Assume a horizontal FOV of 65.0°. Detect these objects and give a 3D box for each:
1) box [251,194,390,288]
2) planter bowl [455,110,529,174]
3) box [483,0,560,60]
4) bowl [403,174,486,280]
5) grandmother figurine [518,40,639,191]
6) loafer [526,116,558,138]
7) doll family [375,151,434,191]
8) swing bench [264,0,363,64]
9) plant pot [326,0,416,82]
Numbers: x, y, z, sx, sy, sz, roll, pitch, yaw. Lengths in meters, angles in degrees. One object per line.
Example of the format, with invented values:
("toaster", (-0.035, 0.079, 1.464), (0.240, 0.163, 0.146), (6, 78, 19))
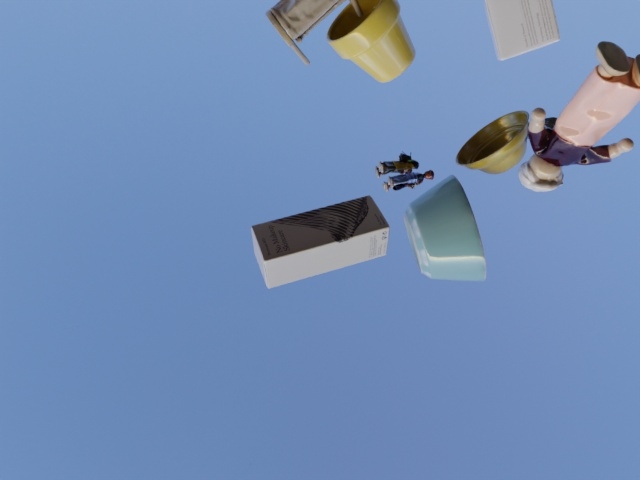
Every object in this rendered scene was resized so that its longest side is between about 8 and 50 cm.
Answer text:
("box", (0.000, 0.000, 1.068), (0.275, 0.094, 0.113), (-16, -131, -14))
("planter bowl", (0.479, -0.242, 1.346), (0.090, 0.217, 0.217), (47, -115, -17))
("box", (0.306, -0.339, 0.773), (0.087, 0.101, 0.102), (-15, -76, 21))
("bowl", (0.336, -0.014, 1.418), (0.163, 0.311, 0.312), (-17, -112, 7))
("grandmother figurine", (0.503, -0.210, 0.983), (0.207, 0.342, 0.104), (26, -121, 4))
("loafer", (0.610, -0.302, 1.428), (0.062, 0.170, 0.061), (14, -93, -16))
("doll family", (0.212, -0.169, 1.267), (0.111, 0.076, 0.193), (-6, -142, -7))
("swing bench", (-0.021, -0.715, 1.553), (0.253, 0.254, 0.165), (-37, -93, 12))
("plant pot", (0.187, -0.673, 1.686), (0.239, 0.254, 0.254), (41, -120, -33))
